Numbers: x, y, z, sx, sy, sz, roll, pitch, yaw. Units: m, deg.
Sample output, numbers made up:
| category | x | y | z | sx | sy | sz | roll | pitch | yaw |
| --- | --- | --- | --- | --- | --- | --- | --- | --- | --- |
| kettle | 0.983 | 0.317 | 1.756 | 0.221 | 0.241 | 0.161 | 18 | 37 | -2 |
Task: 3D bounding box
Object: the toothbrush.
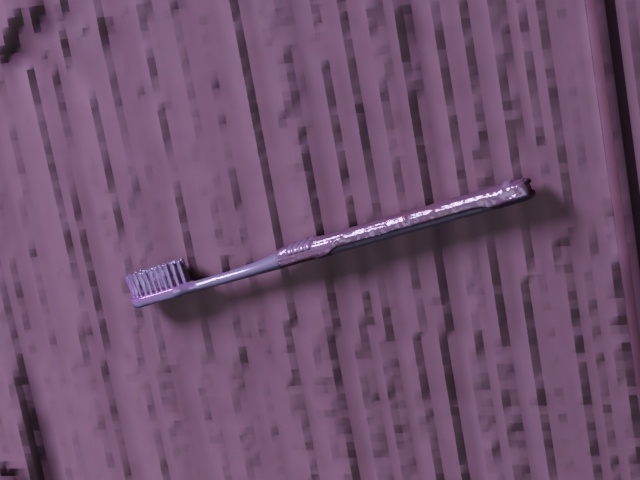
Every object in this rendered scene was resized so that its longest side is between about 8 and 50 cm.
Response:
| category | x | y | z | sx | sy | sz | roll | pitch | yaw |
| --- | --- | --- | --- | --- | --- | --- | --- | --- | --- |
| toothbrush | 0.000 | 0.000 | 0.410 | 0.097 | 0.006 | 0.008 | -15 | 100 | 25 |
